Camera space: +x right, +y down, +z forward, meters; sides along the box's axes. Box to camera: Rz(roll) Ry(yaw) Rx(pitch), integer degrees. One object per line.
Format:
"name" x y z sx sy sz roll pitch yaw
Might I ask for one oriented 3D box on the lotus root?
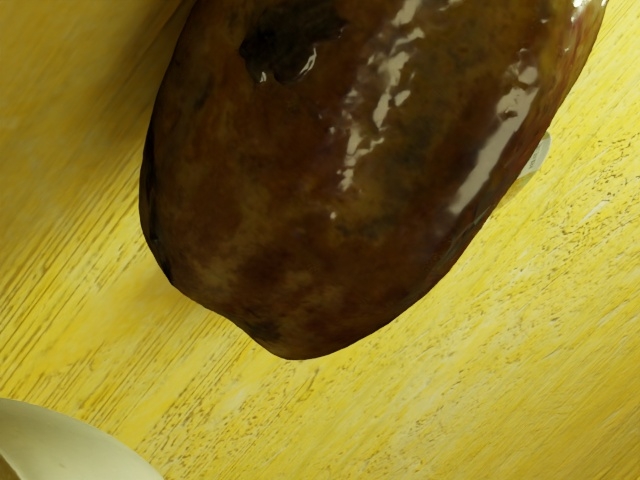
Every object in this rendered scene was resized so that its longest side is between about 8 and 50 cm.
"lotus root" 0.022 -0.083 0.798 0.193 0.193 0.291 -11 146 -49

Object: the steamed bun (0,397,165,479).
"steamed bun" -0.185 0.244 0.857 0.324 0.324 0.206 -42 147 5

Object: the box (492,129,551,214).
"box" 0.109 -0.052 1.136 0.105 0.037 0.105 -32 156 -17
